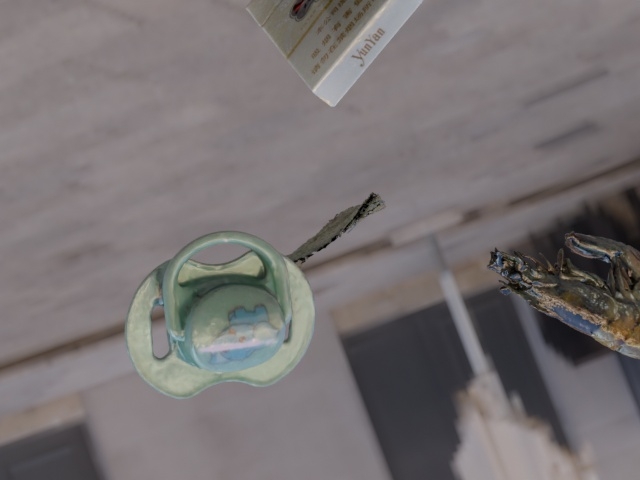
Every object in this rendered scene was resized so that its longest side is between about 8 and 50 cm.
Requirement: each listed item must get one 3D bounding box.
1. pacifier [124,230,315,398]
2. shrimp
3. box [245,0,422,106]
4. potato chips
[{"bbox_3d":[-0.082,0.050,1.489,0.150,0.127,0.116,-13,-163,-21],"label":"pacifier"},{"bbox_3d":[0.195,0.032,1.476,0.161,0.091,0.034,23,144,-14],"label":"shrimp"},{"bbox_3d":[0.006,-0.154,1.300,0.090,0.024,0.167,-50,-151,9],"label":"box"},{"bbox_3d":[0.000,0.000,1.744,0.142,0.026,0.209,-32,180,-26],"label":"potato chips"}]
